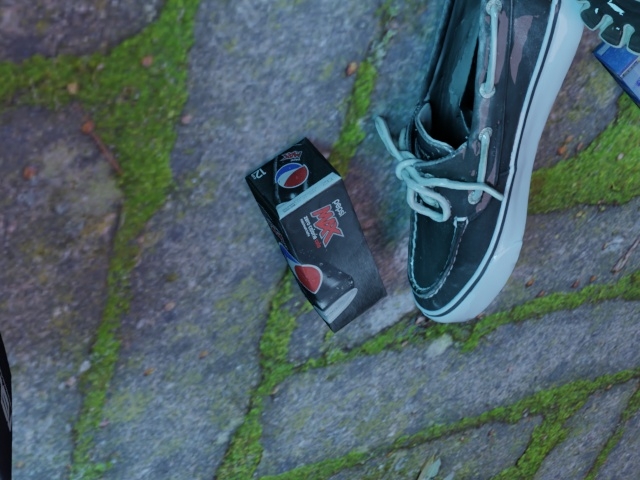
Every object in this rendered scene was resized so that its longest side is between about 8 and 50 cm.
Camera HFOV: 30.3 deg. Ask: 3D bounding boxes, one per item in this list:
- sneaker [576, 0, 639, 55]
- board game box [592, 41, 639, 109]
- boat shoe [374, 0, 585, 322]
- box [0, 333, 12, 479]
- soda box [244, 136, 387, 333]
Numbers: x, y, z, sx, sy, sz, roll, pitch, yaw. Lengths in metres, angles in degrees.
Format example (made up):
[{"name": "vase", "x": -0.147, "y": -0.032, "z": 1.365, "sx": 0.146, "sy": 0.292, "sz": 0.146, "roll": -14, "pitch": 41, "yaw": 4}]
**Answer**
[{"name": "sneaker", "x": 0.261, "y": -0.295, "z": 0.786, "sx": 0.147, "sy": 0.129, "sz": 0.330, "roll": -35, "pitch": 145, "yaw": -54}, {"name": "board game box", "x": 0.335, "y": -0.167, "z": 1.053, "sx": 0.136, "sy": 0.035, "sz": 0.201, "roll": -47, "pitch": 144, "yaw": 10}, {"name": "boat shoe", "x": 0.103, "y": -0.067, "z": 0.890, "sx": 0.105, "sy": 0.113, "sz": 0.306, "roll": -5, "pitch": 129, "yaw": -30}, {"name": "box", "x": -0.344, "y": 0.022, "z": 0.467, "sx": 0.395, "sy": 0.097, "sz": 0.318, "roll": -4, "pitch": 140, "yaw": -7}, {"name": "soda box", "x": 0.000, "y": 0.000, "z": 0.916, "sx": 0.060, "sy": 0.053, "sz": 0.169, "roll": -35, "pitch": 143, "yaw": -8}]
